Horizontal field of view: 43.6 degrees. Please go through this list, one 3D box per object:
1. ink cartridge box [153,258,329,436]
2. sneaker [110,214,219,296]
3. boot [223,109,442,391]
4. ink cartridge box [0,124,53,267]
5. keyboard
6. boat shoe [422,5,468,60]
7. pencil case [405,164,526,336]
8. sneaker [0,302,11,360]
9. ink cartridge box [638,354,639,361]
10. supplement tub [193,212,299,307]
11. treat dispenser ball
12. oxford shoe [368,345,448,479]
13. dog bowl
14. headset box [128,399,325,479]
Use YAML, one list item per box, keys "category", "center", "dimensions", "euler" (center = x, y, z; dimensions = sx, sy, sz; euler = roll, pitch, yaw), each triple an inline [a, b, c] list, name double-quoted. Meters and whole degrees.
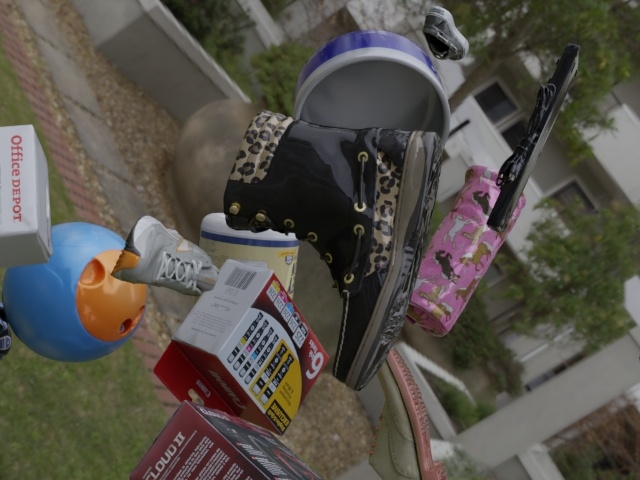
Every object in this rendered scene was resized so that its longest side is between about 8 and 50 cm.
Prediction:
- category: "ink cartridge box"
  center: [-0.147, 0.244, 1.591]
  dimensions: [0.130, 0.272, 0.309]
  euler: [13, -33, 36]
- category: "sneaker"
  center: [-0.212, 0.033, 1.176]
  dimensions: [0.121, 0.099, 0.262]
  euler: [26, 3, 6]
- category: "boot"
  center: [0.000, 0.000, 1.157]
  dimensions: [0.284, 0.378, 0.138]
  euler: [16, 5, 17]
- category: "ink cartridge box"
  center: [-0.564, -0.059, 1.229]
  dimensions: [0.114, 0.272, 0.197]
  euler: [108, -27, -62]
- category: "keyboard"
  center: [0.339, -0.165, 1.287]
  dimensions: [0.033, 0.317, 0.201]
  euler: [24, 1, 18]
- category: "boat shoe"
  center: [0.275, -0.451, 1.817]
  dimensions: [0.077, 0.070, 0.219]
  euler: [20, -4, 28]
- category: "pencil case"
  center: [0.305, 0.018, 1.764]
  dimensions: [0.167, 0.386, 0.160]
  euler: [27, -14, 34]
- category: "sneaker"
  center: [-0.744, 0.210, 1.713]
  dimensions: [0.147, 0.130, 0.330]
  euler: [13, 24, -10]
- category: "ink cartridge box"
  center: [0.532, 0.215, 1.041]
  dimensions: [0.212, 0.093, 0.154]
  euler: [149, -67, -73]
- category: "supplement tub"
  center: [-0.173, 0.106, 1.825]
  dimensions: [0.228, 0.228, 0.316]
  euler: [-50, 147, -83]
- category: "treat dispenser ball"
  center: [-0.501, 0.107, 1.645]
  dimensions: [0.288, 0.288, 0.288]
  euler: [55, 7, -10]
- category: "oxford shoe"
  center: [0.153, 0.402, 1.643]
  dimensions: [0.140, 0.146, 0.397]
  euler: [34, 38, -68]
- category: "dog bowl"
  center: [0.084, -0.218, 1.368]
  dimensions: [0.265, 0.264, 0.104]
  euler: [52, 23, -33]
- category: "headset box"
  center: [-0.057, 0.305, 0.894]
  dimensions: [0.293, 0.110, 0.218]
  euler: [34, -5, 30]
